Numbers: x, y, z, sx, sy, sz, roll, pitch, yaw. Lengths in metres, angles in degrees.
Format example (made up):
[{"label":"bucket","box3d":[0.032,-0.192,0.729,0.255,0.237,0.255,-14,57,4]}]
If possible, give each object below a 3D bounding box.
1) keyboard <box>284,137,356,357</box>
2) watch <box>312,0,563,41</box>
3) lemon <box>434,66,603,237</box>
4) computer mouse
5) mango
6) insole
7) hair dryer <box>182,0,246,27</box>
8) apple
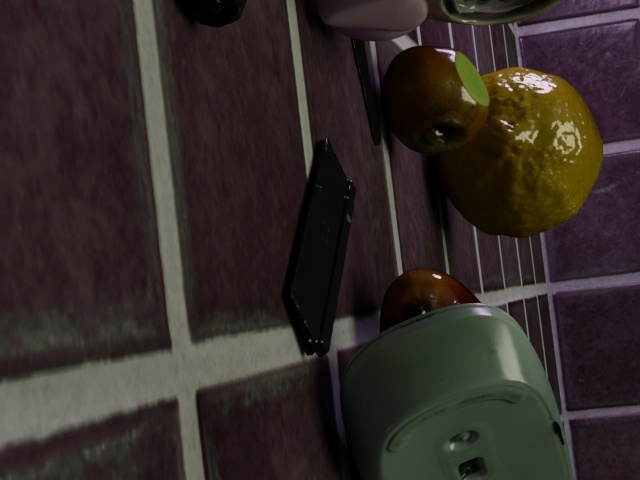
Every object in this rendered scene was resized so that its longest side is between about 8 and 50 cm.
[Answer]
[{"label":"keyboard","box3d":[0.000,0.000,0.924,0.195,0.018,0.060,-79,150,-52]},{"label":"watch","box3d":[0.102,-0.290,1.040,0.211,0.248,0.217,130,-48,-59]},{"label":"lemon","box3d":[0.237,-0.105,1.533,0.260,0.204,0.204,28,56,-72]},{"label":"computer mouse","box3d":[0.104,0.152,0.980,0.288,0.159,0.097,68,-1,-48]},{"label":"mango","box3d":[0.110,0.129,1.102,0.133,0.111,0.267,-97,177,-55]},{"label":"insole","box3d":[0.040,-0.162,1.191,0.053,0.002,0.152,-66,145,-65]},{"label":"hair dryer","box3d":[-0.040,-0.233,0.766,0.197,0.089,0.251,64,29,-52]},{"label":"apple","box3d":[0.109,-0.142,1.265,0.114,0.099,0.102,24,46,-44]}]
